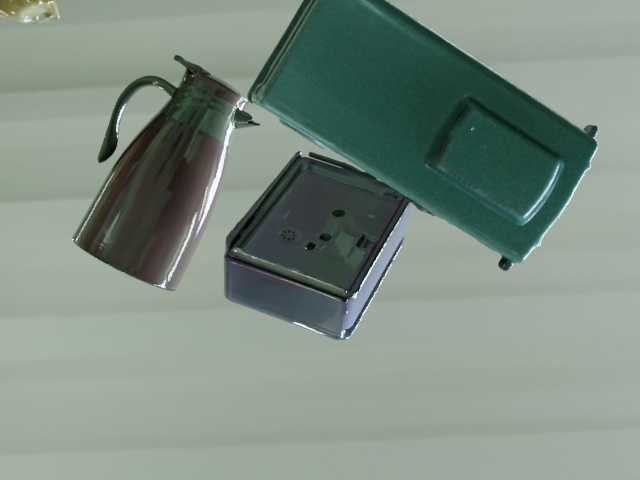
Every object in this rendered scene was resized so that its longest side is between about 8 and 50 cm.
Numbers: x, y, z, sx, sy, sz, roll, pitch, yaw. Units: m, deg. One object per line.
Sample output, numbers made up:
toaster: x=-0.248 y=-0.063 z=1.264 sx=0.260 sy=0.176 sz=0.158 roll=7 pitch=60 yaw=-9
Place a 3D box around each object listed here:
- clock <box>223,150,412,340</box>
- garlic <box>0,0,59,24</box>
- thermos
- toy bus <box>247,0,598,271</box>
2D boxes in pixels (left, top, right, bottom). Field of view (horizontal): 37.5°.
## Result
clock: x=-0.001 y=-0.001 z=0.970 sx=0.144 sy=0.073 sz=0.193 roll=19 pitch=-139 yaw=14
garlic: x=-0.416 y=-0.404 z=1.287 sx=0.145 sy=0.164 sz=0.245 roll=-26 pitch=-135 yaw=19
thermos: x=-0.198 y=-0.091 z=1.186 sx=0.176 sy=0.146 sz=0.265 roll=26 pitch=-89 yaw=2
toy bus: x=0.081 y=-0.091 z=0.733 sx=0.256 sy=0.147 sz=0.128 roll=31 pitch=-84 yaw=-10
